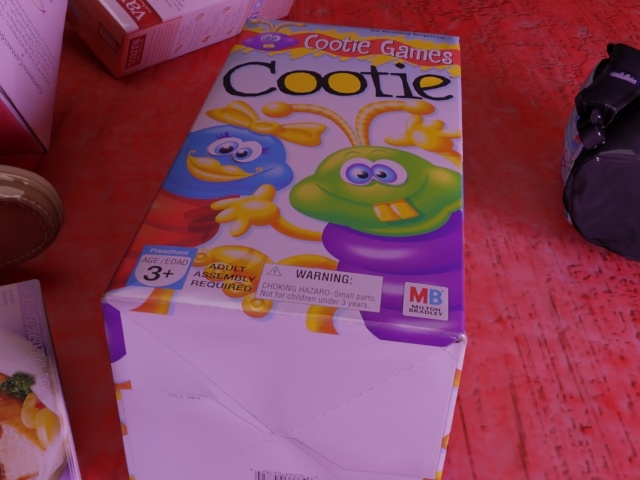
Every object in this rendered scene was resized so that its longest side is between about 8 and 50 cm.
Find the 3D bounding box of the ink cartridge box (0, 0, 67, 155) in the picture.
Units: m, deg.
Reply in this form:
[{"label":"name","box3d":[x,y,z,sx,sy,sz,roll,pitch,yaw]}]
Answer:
[{"label":"ink cartridge box","box3d":[-0.346,-0.134,0.541,0.309,0.130,0.272,-3,66,5]}]

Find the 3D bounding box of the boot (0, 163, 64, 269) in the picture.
[{"label":"boot","box3d":[-0.251,0.036,0.442,0.213,0.077,0.165,-10,37,-5]}]

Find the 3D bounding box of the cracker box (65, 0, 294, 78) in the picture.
[{"label":"cracker box","box3d":[-0.151,-0.270,0.817,0.232,0.067,0.156,-33,75,-36]}]

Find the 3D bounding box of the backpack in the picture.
[{"label":"backpack","box3d":[0.232,-0.063,0.572,0.151,0.115,0.182,18,37,1]}]

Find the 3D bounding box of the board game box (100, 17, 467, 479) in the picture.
[{"label":"board game box","box3d":[0.000,0.000,0.450,0.144,0.142,0.275,6,37,4]}]

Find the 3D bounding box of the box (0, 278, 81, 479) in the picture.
[{"label":"box","box3d":[-0.119,0.139,0.323,0.063,0.067,0.324,-13,40,-18]}]
